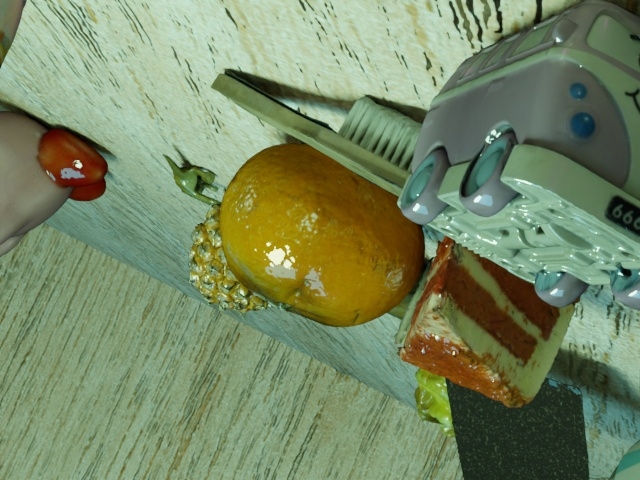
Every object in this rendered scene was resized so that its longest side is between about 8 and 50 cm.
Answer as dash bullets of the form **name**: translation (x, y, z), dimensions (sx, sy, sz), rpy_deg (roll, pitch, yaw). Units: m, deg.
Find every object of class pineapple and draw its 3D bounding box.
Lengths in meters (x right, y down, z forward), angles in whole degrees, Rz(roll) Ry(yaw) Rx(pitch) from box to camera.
- **pineapple**: translation (-0.082, 0.028, 1.589), dimensions (0.136, 0.161, 0.176), rpy_deg (15, 141, 39)

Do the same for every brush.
- **brush**: translation (0.011, -0.105, 1.030), dimensions (0.327, 0.065, 0.070), rpy_deg (31, 180, 44)

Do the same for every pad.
- **pad**: translation (0.276, 0.288, 1.593), dimensions (0.220, 0.004, 0.330), rpy_deg (18, 137, 35)

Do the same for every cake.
- **cake**: translation (0.174, 0.060, 1.100), dimensions (0.159, 0.158, 0.262), rpy_deg (24, 168, 4)

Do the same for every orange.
- **orange**: translation (0.000, 0.000, 1.216), dimensions (0.224, 0.170, 0.224), rpy_deg (28, 172, 4)

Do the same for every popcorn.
- **popcorn**: translation (0.229, 0.217, 1.708), dimensions (0.197, 0.156, 0.198), rpy_deg (23, 156, 11)

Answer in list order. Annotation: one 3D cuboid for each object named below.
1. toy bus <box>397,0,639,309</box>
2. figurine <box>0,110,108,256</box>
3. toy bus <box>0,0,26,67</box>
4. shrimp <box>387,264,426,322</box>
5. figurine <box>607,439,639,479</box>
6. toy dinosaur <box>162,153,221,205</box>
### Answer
- **toy bus**: translation (0.148, -0.050, 0.685), dimensions (0.142, 0.142, 0.202), rpy_deg (31, 170, -14)
- **figurine**: translation (-0.512, -0.117, 1.915), dimensions (0.211, 0.261, 0.269), rpy_deg (56, 169, -1)
- **toy bus**: translation (-0.421, -0.282, 0.975), dimensions (0.386, 0.162, 0.171), rpy_deg (32, 171, -17)
- **shrimp**: translation (0.040, 0.024, 1.507), dimensions (0.272, 0.085, 0.445), rpy_deg (25, 174, 45)
- **figurine**: translation (0.529, 0.391, 1.479), dimensions (0.361, 0.266, 0.377), rpy_deg (14, 167, 24)
- **toy dinosaur**: translation (-0.199, -0.092, 1.641), dimensions (0.126, 0.039, 0.162), rpy_deg (18, 164, 49)
